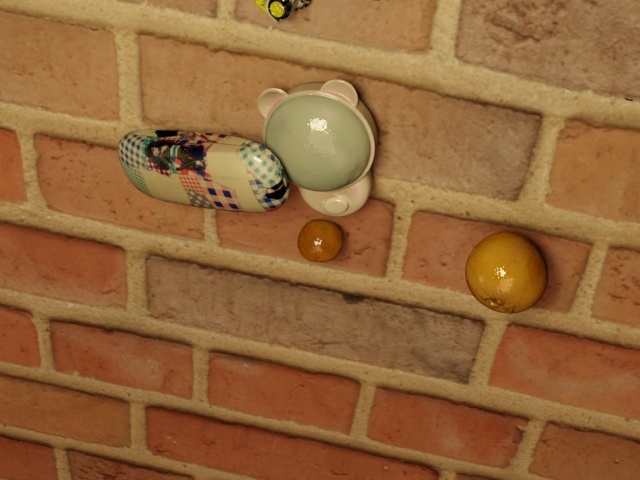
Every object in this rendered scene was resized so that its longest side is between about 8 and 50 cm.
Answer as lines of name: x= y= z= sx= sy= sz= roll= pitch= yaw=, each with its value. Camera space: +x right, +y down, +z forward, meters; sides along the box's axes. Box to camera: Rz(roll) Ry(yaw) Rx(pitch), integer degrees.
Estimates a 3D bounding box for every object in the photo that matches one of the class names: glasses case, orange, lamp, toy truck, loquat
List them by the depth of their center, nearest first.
toy truck: x=-0.050 y=-0.369 z=1.384 sx=0.077 sy=0.076 sz=0.111 roll=38 pitch=130 yaw=8
lamp: x=0.003 y=-0.135 z=1.536 sx=0.180 sy=0.108 sz=0.246 roll=-2 pitch=129 yaw=22
glasses case: x=-0.194 y=-0.113 z=1.583 sx=0.328 sy=0.076 sz=0.125 roll=9 pitch=134 yaw=33
loquat: x=0.304 y=0.054 z=1.597 sx=0.141 sy=0.141 sz=0.141 roll=7 pitch=130 yaw=9
orange: x=0.000 y=0.000 z=1.663 sx=0.085 sy=0.085 sz=0.085 roll=7 pitch=130 yaw=9
